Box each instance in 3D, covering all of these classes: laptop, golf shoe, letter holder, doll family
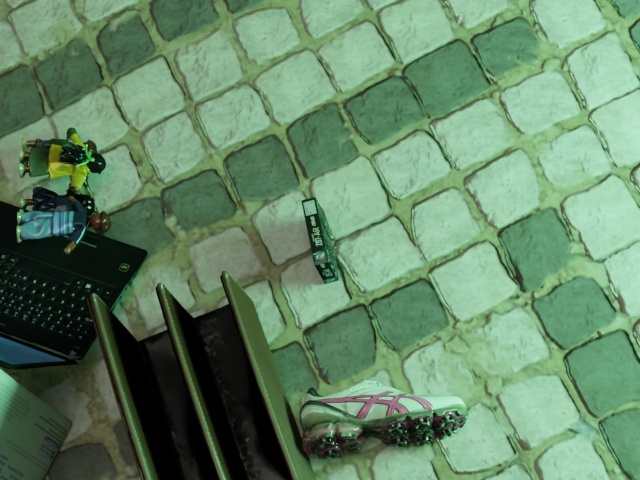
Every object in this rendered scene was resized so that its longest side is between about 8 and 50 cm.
[{"bbox_3d":[-0.370,0.043,1.896,0.234,0.136,0.264,18,58,18],"label":"laptop"},{"bbox_3d":[0.068,0.184,1.815,0.186,0.067,0.086,-7,55,3],"label":"golf shoe"},{"bbox_3d":[-0.121,0.188,1.776,0.152,0.214,0.302,-23,66,3],"label":"letter holder"},{"bbox_3d":[-0.307,-0.062,1.982,0.111,0.076,0.193,0,67,-6],"label":"doll family"}]

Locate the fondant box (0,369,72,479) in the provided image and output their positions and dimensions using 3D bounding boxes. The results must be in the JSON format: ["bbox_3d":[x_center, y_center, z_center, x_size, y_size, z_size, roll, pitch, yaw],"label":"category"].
[{"bbox_3d":[-0.418,0.299,1.786,0.096,0.238,0.330,20,75,18],"label":"fondant box"}]

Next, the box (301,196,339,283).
[{"bbox_3d":[0.000,0.000,1.902,0.018,0.067,0.083,-14,68,6],"label":"box"}]
